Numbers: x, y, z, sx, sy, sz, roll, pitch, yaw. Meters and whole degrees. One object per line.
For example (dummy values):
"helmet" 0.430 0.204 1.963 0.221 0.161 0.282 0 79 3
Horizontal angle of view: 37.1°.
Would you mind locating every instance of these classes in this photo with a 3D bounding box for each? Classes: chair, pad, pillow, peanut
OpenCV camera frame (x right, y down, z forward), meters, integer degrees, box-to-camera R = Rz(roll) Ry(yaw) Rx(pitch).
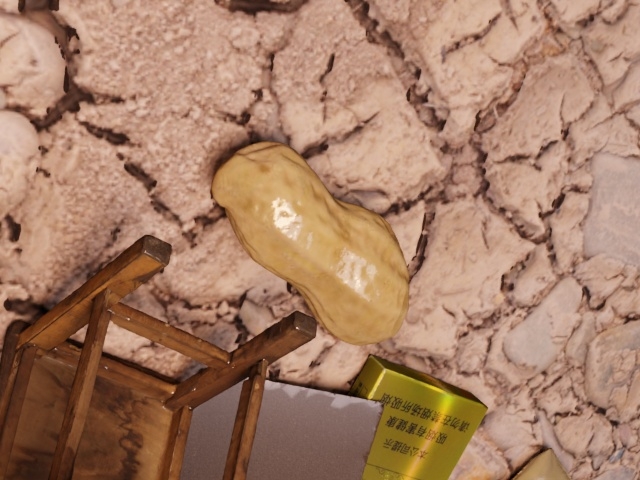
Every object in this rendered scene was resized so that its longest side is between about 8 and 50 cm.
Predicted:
"chair" -0.218 0.203 0.880 0.203 0.416 0.241 28 51 -32
"pad" -0.047 0.220 1.029 0.211 0.003 0.143 14 101 -15
"pillow" 0.249 0.370 1.236 0.208 0.053 0.119 -43 124 -9
"peanut" 0.000 0.000 0.934 0.123 0.123 0.257 -44 118 -4

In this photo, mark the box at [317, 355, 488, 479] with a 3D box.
"box" 0.055 0.297 1.117 0.173 0.043 0.311 25 98 -32
